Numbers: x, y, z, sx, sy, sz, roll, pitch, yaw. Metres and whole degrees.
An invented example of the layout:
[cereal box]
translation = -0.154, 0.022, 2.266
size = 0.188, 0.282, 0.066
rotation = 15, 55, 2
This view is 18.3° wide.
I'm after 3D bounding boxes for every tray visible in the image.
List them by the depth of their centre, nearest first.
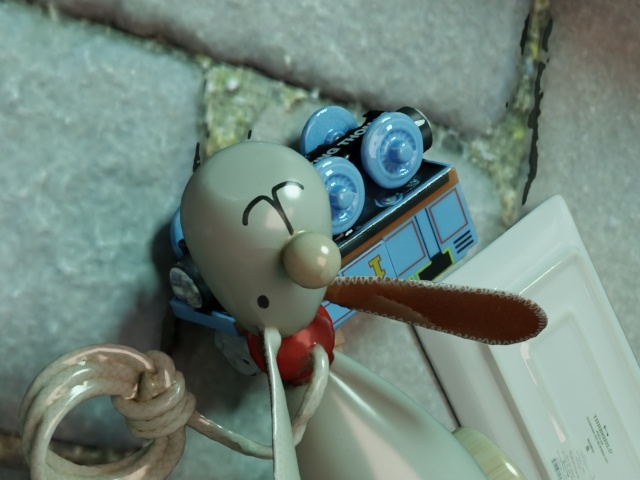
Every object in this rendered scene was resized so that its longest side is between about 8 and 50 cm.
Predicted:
[tray]
translation = 0.162, 0.120, 1.224
size = 0.145, 0.030, 0.270
rotation = -36, 109, -31

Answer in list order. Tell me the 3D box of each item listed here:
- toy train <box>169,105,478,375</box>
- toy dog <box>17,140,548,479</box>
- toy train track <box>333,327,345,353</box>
[toy train]
translation = 0.000, 0.000, 1.081
size = 0.184, 0.080, 0.105
rotation = -36, 117, -29
[toy dog]
translation = 0.032, 0.116, 0.997
size = 0.220, 0.161, 0.334
rotation = -54, 133, -5
[toy train track]
translation = 0.017, 0.091, 1.128
size = 0.048, 0.014, 0.083
rotation = -17, 98, -36
